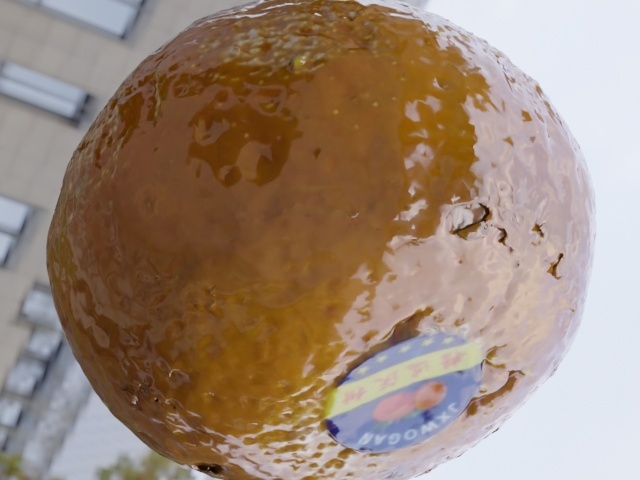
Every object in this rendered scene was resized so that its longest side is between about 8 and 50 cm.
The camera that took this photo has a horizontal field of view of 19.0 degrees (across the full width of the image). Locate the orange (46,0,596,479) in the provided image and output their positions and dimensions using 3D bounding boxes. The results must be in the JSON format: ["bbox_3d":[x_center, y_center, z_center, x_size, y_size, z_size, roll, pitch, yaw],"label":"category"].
[{"bbox_3d":[-0.002,0.000,0.474,0.136,0.135,0.117,-58,-136,21],"label":"orange"}]
